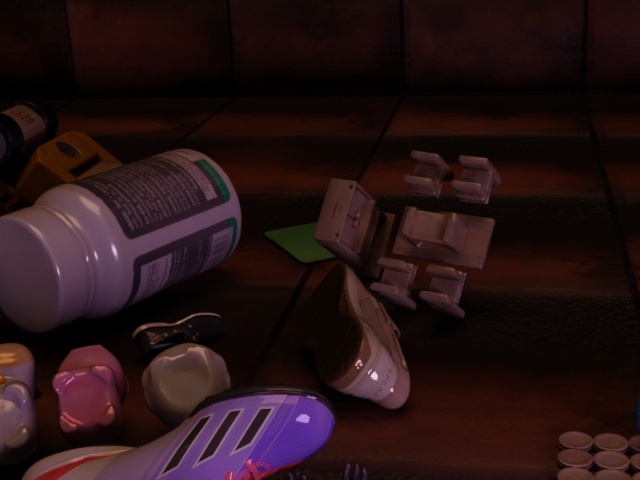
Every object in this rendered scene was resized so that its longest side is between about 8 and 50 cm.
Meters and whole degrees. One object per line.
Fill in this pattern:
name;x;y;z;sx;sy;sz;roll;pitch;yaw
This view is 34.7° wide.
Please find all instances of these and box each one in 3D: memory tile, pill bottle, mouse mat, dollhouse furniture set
memory tile;0.320;0.232;1.060;0.148;0.012;0.113;1;19;12
pill bottle;-0.304;-0.004;1.533;0.204;0.204;0.361;11;23;35
mouse mat;0.000;0.000;1.779;0.153;0.007;0.190;-11;22;-22
dollhouse furniture set;0.139;-0.004;1.505;0.242;0.212;0.161;10;-15;30

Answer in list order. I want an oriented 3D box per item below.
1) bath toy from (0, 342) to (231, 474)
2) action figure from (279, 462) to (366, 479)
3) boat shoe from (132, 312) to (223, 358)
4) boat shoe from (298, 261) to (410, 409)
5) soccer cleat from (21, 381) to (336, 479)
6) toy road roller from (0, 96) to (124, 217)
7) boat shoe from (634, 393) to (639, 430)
bath toy;-0.273;0.180;1.143;0.348;0.129;0.151;-7;63;-5
action figure;-0.074;0.268;0.819;0.164;0.141;0.276;-7;13;37
boat shoe;-0.187;0.130;1.382;0.133;0.049;0.042;-9;47;-38
boat shoe;0.046;0.121;1.308;0.098;0.109;0.302;34;10;-17
soccer cleat;-0.132;0.227;0.944;0.318;0.108;0.116;-18;34;6
toy road roller;-0.528;-0.092;1.907;0.329;0.240;0.202;36;22;-2
boat shoe;0.455;0.183;1.032;0.258;0.109;0.089;18;11;27
